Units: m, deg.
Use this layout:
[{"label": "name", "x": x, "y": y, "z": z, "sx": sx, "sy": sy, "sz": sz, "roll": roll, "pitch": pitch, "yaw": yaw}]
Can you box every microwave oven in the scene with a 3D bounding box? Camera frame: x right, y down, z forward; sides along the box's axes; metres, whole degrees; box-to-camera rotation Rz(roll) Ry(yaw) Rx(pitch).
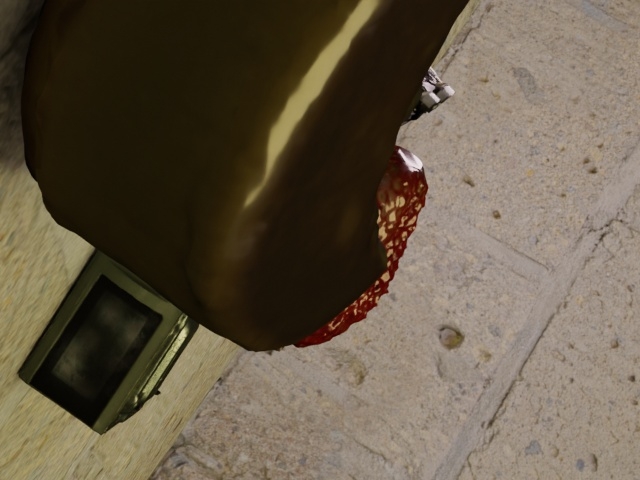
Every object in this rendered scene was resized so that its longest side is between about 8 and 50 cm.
[{"label": "microwave oven", "x": -0.206, "y": 0.092, "z": 1.286, "sx": 0.205, "sy": 0.129, "sz": 0.163, "roll": -56, "pitch": 175, "yaw": 6}]

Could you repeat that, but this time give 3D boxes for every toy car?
[{"label": "toy car", "x": 0.117, "y": -0.267, "z": 2.085, "sx": 0.158, "sy": 0.172, "sz": 0.235, "roll": -43, "pitch": 178, "yaw": 28}]

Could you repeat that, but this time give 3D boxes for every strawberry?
[{"label": "strawberry", "x": 0.000, "y": 0.000, "z": 1.625, "sx": 0.351, "sy": 0.267, "sz": 0.312, "roll": -35, "pitch": -168, "yaw": 10}]

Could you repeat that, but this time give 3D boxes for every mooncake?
[{"label": "mooncake", "x": -0.025, "y": -0.139, "z": 0.827, "sx": 0.394, "sy": 0.246, "sz": 0.393, "roll": -56, "pitch": 167, "yaw": -5}]
